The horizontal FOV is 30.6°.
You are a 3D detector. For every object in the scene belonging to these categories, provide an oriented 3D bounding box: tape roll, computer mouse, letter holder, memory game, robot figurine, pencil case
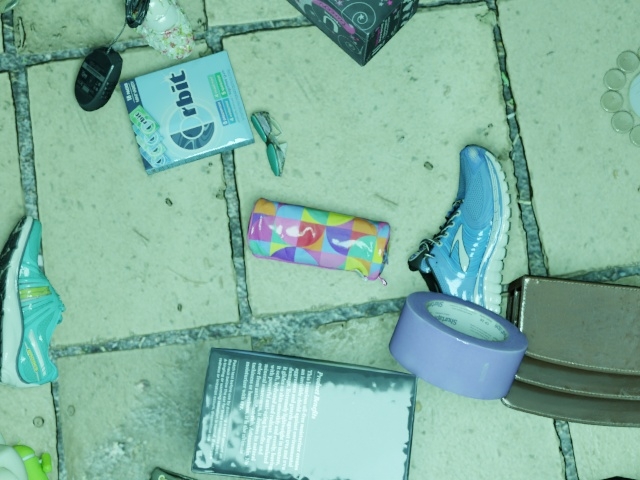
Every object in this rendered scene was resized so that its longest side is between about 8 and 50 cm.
[{"bbox_3d":[0.200,0.150,1.698,0.189,0.189,0.080,20,106,3],"label":"tape roll"},{"bbox_3d":[-0.328,-0.317,1.900,0.071,0.041,0.242,41,107,32],"label":"computer mouse"},{"bbox_3d":[0.440,0.178,1.798,0.302,0.152,0.214,6,83,1],"label":"letter holder"},{"bbox_3d":[0.555,-0.238,1.930,0.186,0.012,0.186,0,81,0],"label":"memory game"},{"bbox_3d":[-0.460,0.369,1.812,0.101,0.067,0.115,-28,82,-4],"label":"robot figurine"},{"bbox_3d":[0.000,0.000,1.854,0.236,0.104,0.104,13,81,3],"label":"pencil case"}]

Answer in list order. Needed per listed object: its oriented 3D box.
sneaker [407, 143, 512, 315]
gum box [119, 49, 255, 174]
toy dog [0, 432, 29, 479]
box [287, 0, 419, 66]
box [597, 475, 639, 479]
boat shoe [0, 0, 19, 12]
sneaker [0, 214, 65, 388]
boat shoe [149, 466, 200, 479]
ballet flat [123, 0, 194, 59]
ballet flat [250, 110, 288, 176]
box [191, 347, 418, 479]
[{"bbox_3d":[0.215,0.008,1.836,0.147,0.130,0.330,6,81,-1],"label":"sneaker"},{"bbox_3d":[-0.218,-0.209,1.914,0.184,0.041,0.157,-18,82,-3],"label":"gum box"},{"bbox_3d":[-0.539,0.460,1.688,0.395,0.284,0.408,10,109,18],"label":"toy dog"},{"bbox_3d":[0.026,-0.427,1.885,0.247,0.163,0.142,41,82,6],"label":"box"},{"bbox_3d":[0.418,0.441,1.695,0.143,0.270,0.165,-13,81,-2],"label":"box"},{"bbox_3d":[-0.462,-0.506,1.933,0.103,0.113,0.302,43,94,5],"label":"boat shoe"},{"bbox_3d":[-0.461,0.098,1.854,0.110,0.107,0.275,6,75,-28],"label":"sneaker"},{"bbox_3d":[-0.121,0.414,1.784,0.305,0.109,0.091,8,86,5],"label":"boat shoe"},{"bbox_3d":[-0.291,-0.405,1.927,0.091,0.077,0.241,-34,83,-6],"label":"ballet flat"},{"bbox_3d":[-0.075,-0.161,1.909,0.041,0.041,0.114,-23,83,-3],"label":"ballet flat"},{"bbox_3d":[-0.019,0.266,1.713,0.294,0.296,0.182,8,81,0],"label":"box"}]
